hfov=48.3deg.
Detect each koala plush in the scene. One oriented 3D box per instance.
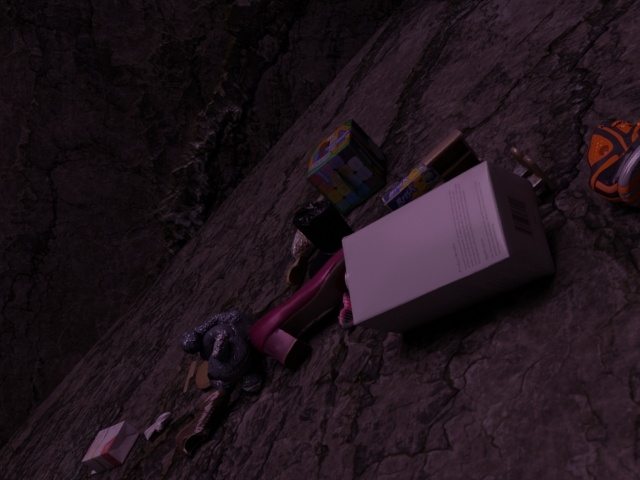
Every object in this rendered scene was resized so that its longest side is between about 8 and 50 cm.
[{"bbox_3d":[-0.230,0.290,1.823,0.203,0.196,0.221,-37,14,-5],"label":"koala plush"}]

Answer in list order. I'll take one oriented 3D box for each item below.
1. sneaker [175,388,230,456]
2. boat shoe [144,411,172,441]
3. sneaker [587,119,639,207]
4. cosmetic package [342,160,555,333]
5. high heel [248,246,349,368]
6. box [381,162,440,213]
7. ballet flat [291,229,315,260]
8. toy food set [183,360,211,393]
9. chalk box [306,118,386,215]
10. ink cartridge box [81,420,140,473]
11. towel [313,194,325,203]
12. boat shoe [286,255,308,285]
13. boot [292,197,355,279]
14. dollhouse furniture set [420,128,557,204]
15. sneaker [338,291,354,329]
[{"bbox_3d":[-0.284,0.461,1.791,0.188,0.066,0.071,-51,35,1],"label":"sneaker"},{"bbox_3d":[-0.460,0.534,2.039,0.100,0.035,0.035,-42,46,0],"label":"boat shoe"},{"bbox_3d":[0.576,-0.204,1.225,0.321,0.124,0.180,-46,20,0],"label":"sneaker"},{"bbox_3d":[0.224,0.027,1.342,0.365,0.155,0.197,-29,57,41],"label":"cosmetic package"},{"bbox_3d":[-0.034,0.124,1.765,0.181,0.127,0.377,29,77,45],"label":"high heel"},{"bbox_3d":[0.244,-0.140,1.904,0.169,0.054,0.059,-42,19,12],"label":"box"},{"bbox_3d":[-0.023,-0.034,2.220,0.077,0.091,0.241,-7,40,27],"label":"ballet flat"},{"bbox_3d":[-0.305,0.373,2.047,0.192,0.038,0.132,-28,32,29],"label":"toy food set"},{"bbox_3d":[0.081,-0.215,2.211,0.179,0.180,0.289,-37,19,23],"label":"chalk box"},{"bbox_3d":[-0.647,0.632,2.168,0.198,0.067,0.115,-30,25,39],"label":"ink cartridge box"},{"bbox_3d":[-0.008,-0.136,2.499,0.083,0.009,0.060,-44,19,4],"label":"towel"},{"bbox_3d":[-0.074,0.098,2.102,0.045,0.050,0.135,-38,10,31],"label":"boat shoe"},{"bbox_3d":[0.000,0.000,1.893,0.246,0.207,0.094,-26,27,46],"label":"boot"},{"bbox_3d":[0.331,-0.121,1.514,0.212,0.161,0.242,-43,19,8],"label":"dollhouse furniture set"},{"bbox_3d":[0.059,0.176,1.675,0.057,0.047,0.119,-57,9,32],"label":"sneaker"}]
